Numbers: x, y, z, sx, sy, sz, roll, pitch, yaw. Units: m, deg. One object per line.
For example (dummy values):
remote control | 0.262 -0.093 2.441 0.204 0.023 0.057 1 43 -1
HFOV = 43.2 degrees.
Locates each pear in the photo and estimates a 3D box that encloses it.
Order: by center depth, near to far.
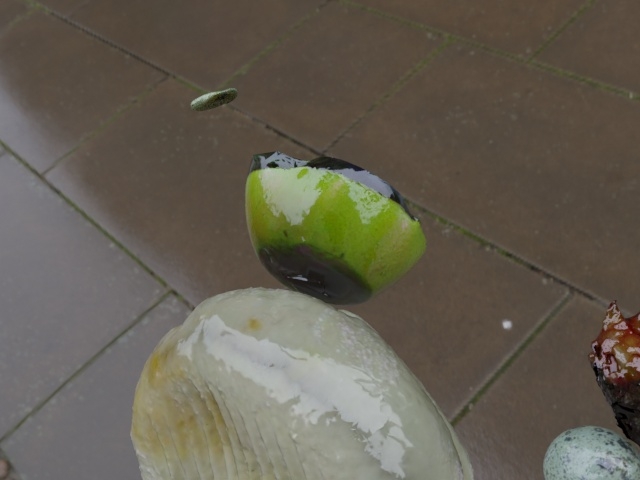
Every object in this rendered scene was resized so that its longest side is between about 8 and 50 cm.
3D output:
pear | 0.001 0.005 1.593 0.398 0.399 0.165 12 61 31

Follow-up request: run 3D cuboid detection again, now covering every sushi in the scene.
sushi | 0.541 0.165 1.074 0.343 0.182 0.196 -19 35 26

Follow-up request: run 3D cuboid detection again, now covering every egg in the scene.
egg | 0.409 0.342 1.202 0.132 0.172 0.132 6 71 -19

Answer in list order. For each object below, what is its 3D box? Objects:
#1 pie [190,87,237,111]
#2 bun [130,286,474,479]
pie | -0.176 -0.237 1.356 0.085 0.017 0.085 -20 2 1
bun | -0.006 0.204 0.799 0.365 0.365 0.219 11 31 30
